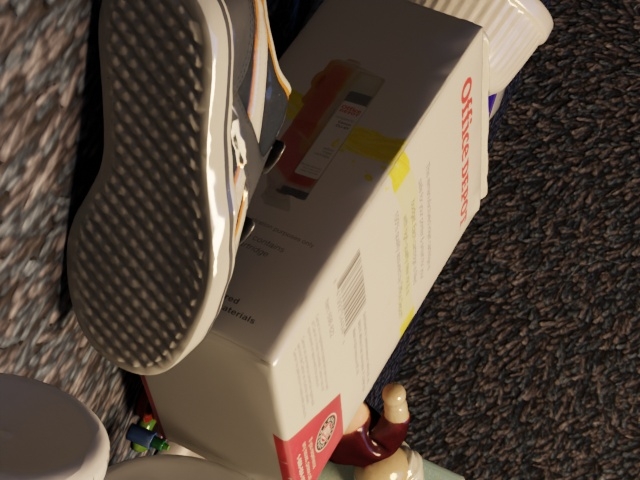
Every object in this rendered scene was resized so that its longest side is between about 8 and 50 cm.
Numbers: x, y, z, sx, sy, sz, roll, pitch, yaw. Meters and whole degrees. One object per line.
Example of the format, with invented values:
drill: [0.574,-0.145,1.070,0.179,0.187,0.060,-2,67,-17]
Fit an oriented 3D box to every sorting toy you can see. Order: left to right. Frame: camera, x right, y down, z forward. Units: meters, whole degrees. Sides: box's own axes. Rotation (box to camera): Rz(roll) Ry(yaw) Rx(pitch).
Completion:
sorting toy: [-0.156,0.178,1.271,0.102,0.042,0.061,100,17,-47]

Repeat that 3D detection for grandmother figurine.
grandmother figurine: [0.016,0.214,1.544,0.342,0.207,0.104,49,53,-35]

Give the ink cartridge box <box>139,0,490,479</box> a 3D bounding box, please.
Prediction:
ink cartridge box: [0.000,0.000,1.188,0.385,0.160,0.279,-56,157,-28]

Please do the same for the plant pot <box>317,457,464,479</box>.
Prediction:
plant pot: [-0.006,0.378,1.730,0.247,0.252,0.248,-63,-171,-25]

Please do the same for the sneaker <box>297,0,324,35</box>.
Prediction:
sneaker: [0.033,-0.199,1.360,0.297,0.111,0.129,100,0,-56]

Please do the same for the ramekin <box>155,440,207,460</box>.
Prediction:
ramekin: [-0.138,0.346,1.446,0.273,0.127,0.273,22,90,-78]

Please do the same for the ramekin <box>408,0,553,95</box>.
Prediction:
ramekin: [0.156,-0.256,1.524,0.109,0.207,0.207,-58,168,-2]

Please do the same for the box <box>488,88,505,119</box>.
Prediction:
box: [0.203,-0.256,1.871,0.072,0.137,0.126,-52,160,-52]

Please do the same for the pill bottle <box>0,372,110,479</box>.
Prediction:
pill bottle: [-0.221,0.218,0.829,0.130,0.130,0.246,-42,152,-65]

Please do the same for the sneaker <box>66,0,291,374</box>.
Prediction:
sneaker: [-0.093,-0.054,0.928,0.127,0.126,0.321,-46,155,-54]

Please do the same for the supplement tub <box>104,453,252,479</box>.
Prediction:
supplement tub: [-0.151,0.380,1.179,0.235,0.235,0.325,-51,159,-56]
